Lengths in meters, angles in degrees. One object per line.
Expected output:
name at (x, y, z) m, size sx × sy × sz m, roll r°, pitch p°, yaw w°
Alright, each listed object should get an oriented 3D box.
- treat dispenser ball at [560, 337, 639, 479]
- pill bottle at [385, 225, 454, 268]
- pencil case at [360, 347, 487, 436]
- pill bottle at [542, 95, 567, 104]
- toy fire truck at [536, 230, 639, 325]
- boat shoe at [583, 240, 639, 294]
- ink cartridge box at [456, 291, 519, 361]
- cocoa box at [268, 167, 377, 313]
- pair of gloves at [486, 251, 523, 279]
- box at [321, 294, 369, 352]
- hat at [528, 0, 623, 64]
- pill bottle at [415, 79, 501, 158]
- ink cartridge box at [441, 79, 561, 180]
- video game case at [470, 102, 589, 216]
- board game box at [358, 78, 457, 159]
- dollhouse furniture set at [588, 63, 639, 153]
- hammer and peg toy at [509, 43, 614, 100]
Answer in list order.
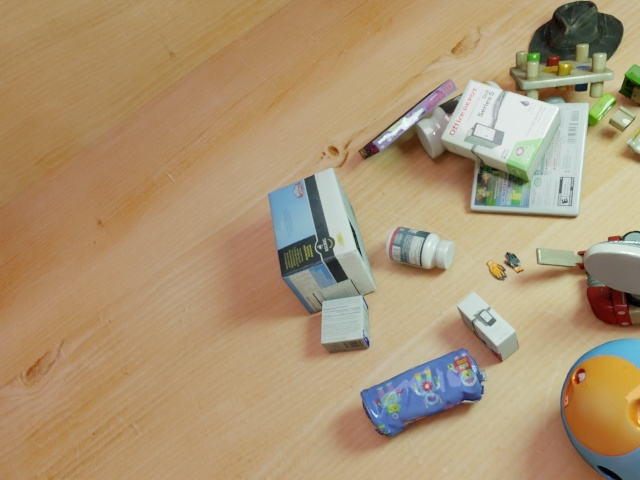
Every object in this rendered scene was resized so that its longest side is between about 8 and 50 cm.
treat dispenser ball at (0.628, 0.338, 1.043) m, size 0.287 × 0.288 × 0.288 m, roll -12°, pitch 51°, yaw 16°
pill bottle at (0.293, 0.025, 1.550) m, size 0.180 × 0.108 × 0.108 m, roll 13°, pitch 62°, yaw 31°
pencil case at (0.254, 0.376, 1.299) m, size 0.305 × 0.119 × 0.133 m, roll -24°, pitch 60°, yaw 6°
pill bottle at (0.740, -0.358, 1.635) m, size 0.103 × 0.103 × 0.184 m, roll -13°, pitch 51°, yaw 15°
toy fire truck at (0.680, 0.089, 1.312) m, size 0.246 × 0.158 × 0.217 m, roll -9°, pitch 52°, yaw 33°
boat shoe at (0.752, 0.034, 1.174) m, size 0.340 × 0.127 × 0.158 m, roll 16°, pitch 52°, yaw 4°
ink cartridge box at (0.423, 0.217, 1.345) m, size 0.063 × 0.109 × 0.150 m, roll -38°, pitch 49°, yaw -3°
cocoa box at (0.000, 0.000, 1.620) m, size 0.227 × 0.231 × 0.347 m, roll -21°, pitch 49°, yaw 9°
pair of gloves at (0.515, 0.070, 1.479) m, size 0.083 × 0.010 × 0.074 m, roll -26°, pitch 49°, yaw 3°
box at (0.072, 0.239, 1.514) m, size 0.126 × 0.072 × 0.137 m, roll -11°, pitch 53°, yaw 18°
hat at (0.883, -0.740, 1.838) m, size 0.330 × 0.134 × 0.332 m, roll -12°, pitch 52°, yaw 15°
pill bottle at (0.466, -0.393, 1.748) m, size 0.278 × 0.162 × 0.162 m, roll -28°, pitch 49°, yaw 3°
ink cartridge box at (0.520, -0.321, 1.542) m, size 0.272 × 0.114 × 0.199 m, roll 28°, pitch 94°, yaw 28°
video game case at (0.613, -0.241, 1.567) m, size 0.299 × 0.036 × 0.330 m, roll 5°, pitch 83°, yaw 28°
board game box at (0.295, -0.414, 1.838) m, size 0.346 × 0.208 × 0.056 m, roll -40°, pitch 93°, yaw -6°
dollhouse furniture set at (0.961, -0.333, 1.543) m, size 0.301 × 0.151 × 0.198 m, roll 45°, pitch 102°, yaw 23°
hammer and peg toy at (0.743, -0.541, 1.674) m, size 0.265 × 0.128 × 0.361 m, roll -3°, pitch 27°, yaw 13°
